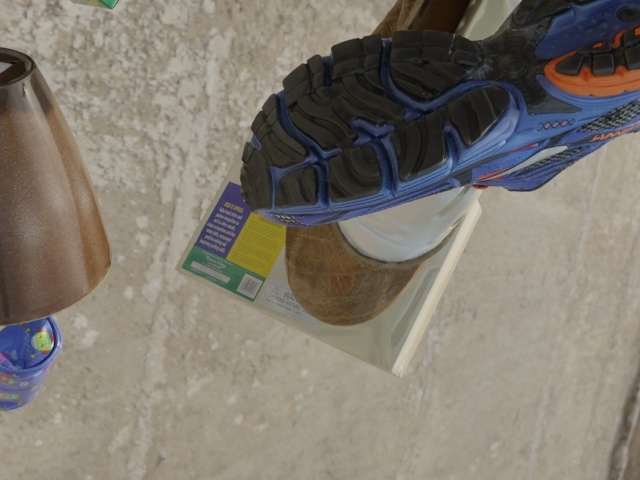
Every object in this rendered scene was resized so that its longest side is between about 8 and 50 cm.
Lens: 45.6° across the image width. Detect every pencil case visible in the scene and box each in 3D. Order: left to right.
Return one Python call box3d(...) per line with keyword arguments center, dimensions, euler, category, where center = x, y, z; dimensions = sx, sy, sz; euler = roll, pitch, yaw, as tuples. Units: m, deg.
box3d(center=(-0.516, 0.199, 1.272), dimensions=(0.133, 0.306, 0.119), euler=(8, 64, -22), category="pencil case")

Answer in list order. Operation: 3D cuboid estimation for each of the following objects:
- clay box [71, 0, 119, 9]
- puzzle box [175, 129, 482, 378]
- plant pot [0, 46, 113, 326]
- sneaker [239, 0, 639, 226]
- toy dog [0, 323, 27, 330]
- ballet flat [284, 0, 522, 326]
box3d(center=(-0.310, -0.331, 0.857), dimensions=(0.222, 0.127, 0.053), euler=(34, 85, -41), category="clay box")
box3d(center=(0.000, 0.000, 1.140), dimensions=(0.272, 0.409, 0.052), euler=(-62, 149, -9), category="puzzle box")
box3d(center=(-0.332, -0.069, 0.776), dimensions=(0.215, 0.215, 0.230), euler=(-34, 141, -42), category="plant pot")
box3d(center=(0.071, -0.050, 0.348), dimensions=(0.087, 0.221, 0.083), euler=(68, 5, -57), category="sneaker")
box3d(center=(-0.472, 0.003, 1.012), dimensions=(0.220, 0.334, 0.161), euler=(-21, 152, -28), category="toy dog")
box3d(center=(0.079, -0.089, 0.456), dimensions=(0.116, 0.124, 0.342), euler=(28, 97, -15), category="ballet flat")
